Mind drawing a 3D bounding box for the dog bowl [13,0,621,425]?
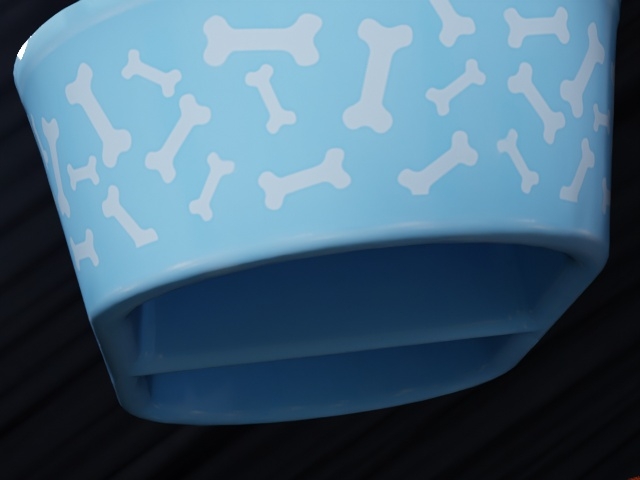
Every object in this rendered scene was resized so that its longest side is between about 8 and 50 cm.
[{"bbox_3d":[0.000,0.000,0.526,0.297,0.166,0.074,102,161,-74],"label":"dog bowl"}]

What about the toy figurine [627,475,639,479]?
[{"bbox_3d":[0.165,0.089,0.341,0.213,0.210,0.148,-70,-14,-84],"label":"toy figurine"}]
